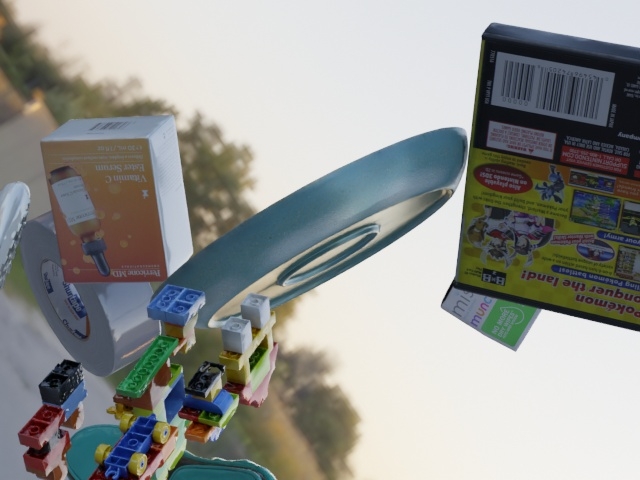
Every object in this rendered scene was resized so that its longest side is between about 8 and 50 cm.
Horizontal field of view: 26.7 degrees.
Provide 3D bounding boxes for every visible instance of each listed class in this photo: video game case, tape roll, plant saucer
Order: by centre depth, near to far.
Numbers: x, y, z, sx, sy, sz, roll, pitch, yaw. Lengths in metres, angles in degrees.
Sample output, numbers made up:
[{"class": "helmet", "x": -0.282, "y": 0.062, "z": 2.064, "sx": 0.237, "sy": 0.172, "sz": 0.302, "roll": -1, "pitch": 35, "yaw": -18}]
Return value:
[{"class": "video game case", "x": 0.257, "y": -0.040, "z": 1.131, "sx": 0.275, "sy": 0.035, "sz": 0.248, "roll": 13, "pitch": -58, "yaw": 16}, {"class": "plant saucer", "x": 0.000, "y": 0.000, "z": 1.193, "sx": 0.043, "sy": 0.317, "sz": 0.317, "roll": 61, "pitch": -7, "yaw": 8}, {"class": "tape roll", "x": -0.292, "y": 0.060, "z": 1.704, "sx": 0.219, "sy": 0.072, "sz": 0.219, "roll": 39, "pitch": -35, "yaw": 35}]

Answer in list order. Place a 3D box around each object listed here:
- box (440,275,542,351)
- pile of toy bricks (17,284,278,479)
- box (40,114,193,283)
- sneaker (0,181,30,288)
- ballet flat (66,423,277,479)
[{"class": "box", "x": 0.290, "y": -0.026, "z": 1.787, "sx": 0.127, "sy": 0.262, "sz": 0.231, "roll": 31, "pitch": 30, "yaw": 8}, {"class": "pile of toy bricks", "x": -0.113, "y": 0.126, "z": 0.932, "sx": 0.118, "sy": 0.212, "sz": 0.105, "roll": 11, "pitch": -55, "yaw": 21}, {"class": "box", "x": -0.226, "y": -0.046, "z": 1.514, "sx": 0.091, "sy": 0.130, "sz": 0.170, "roll": -59, "pitch": 145, "yaw": -66}, {"class": "sneaker", "x": -0.413, "y": 0.029, "z": 1.577, "sx": 0.095, "sy": 0.235, "sz": 0.090, "roll": 24, "pitch": -16, "yaw": -2}, {"class": "ballet flat", "x": -0.126, "y": 0.228, "z": 1.214, "sx": 0.247, "sy": 0.083, "sz": 0.087, "roll": 7, "pitch": -30, "yaw": 36}]
